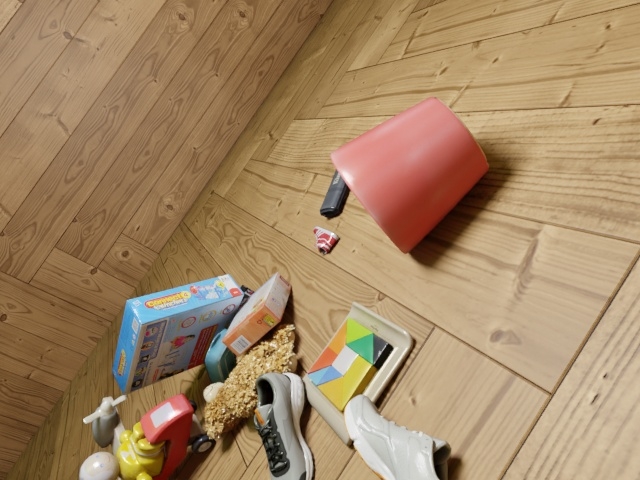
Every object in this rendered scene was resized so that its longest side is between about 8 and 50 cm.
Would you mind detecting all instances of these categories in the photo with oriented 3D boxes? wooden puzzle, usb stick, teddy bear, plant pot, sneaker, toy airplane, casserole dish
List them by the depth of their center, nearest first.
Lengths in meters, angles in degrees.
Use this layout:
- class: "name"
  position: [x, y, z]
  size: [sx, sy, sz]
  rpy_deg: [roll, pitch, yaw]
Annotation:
- class: "sneaker"
  position: [0.134, 0.325, 0.702]
  size: [0.121, 0.099, 0.262]
  rpy_deg: [-44, 36, 4]
- class: "sneaker"
  position: [-0.087, 0.395, 0.918]
  size: [0.100, 0.108, 0.271]
  rpy_deg: [-37, 45, 29]
- class: "wooden puzzle"
  position: [0.058, 0.254, 0.933]
  size: [0.238, 0.044, 0.221]
  rpy_deg: [-58, 28, -6]
- class: "plant pot"
  position: [0.194, -0.150, 0.964]
  size: [0.243, 0.275, 0.275]
  rpy_deg: [-38, 31, 12]
- class: "teddy bear"
  position: [-0.180, 0.341, 1.139]
  size: [0.338, 0.113, 0.245]
  rpy_deg: [-37, 30, 30]
- class: "toy airplane"
  position: [-0.485, 0.590, 1.158]
  size: [0.386, 0.272, 0.384]
  rpy_deg: [-13, 67, 34]
- class: "casserole dish"
  position: [-0.262, 0.327, 1.256]
  size: [0.037, 0.188, 0.114]
  rpy_deg: [17, 47, 16]
- class: "sneaker"
  position: [0.000, 0.000, 1.307]
  size: [0.067, 0.042, 0.118]
  rpy_deg: [-55, 30, -8]
- class: "usb stick"
  position: [0.068, -0.191, 1.410]
  size: [0.077, 0.045, 0.278]
  rpy_deg: [-15, 46, 51]

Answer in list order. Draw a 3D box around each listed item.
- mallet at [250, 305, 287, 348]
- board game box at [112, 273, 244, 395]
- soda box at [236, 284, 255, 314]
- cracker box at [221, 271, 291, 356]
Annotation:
- class: "mallet"
  position: [-0.163, 0.254, 1.292]
  size: [0.190, 0.039, 0.062]
  rpy_deg: [-42, 29, 14]
- class: "board game box"
  position: [-0.399, 0.259, 1.281]
  size: [0.086, 0.302, 0.308]
  rpy_deg: [47, 128, 27]
- class: "soda box"
  position: [-0.278, 0.227, 1.469]
  size: [0.169, 0.060, 0.053]
  rpy_deg: [-49, 29, 10]
- class: "cracker box"
  position: [-0.165, 0.193, 1.238]
  size: [0.156, 0.067, 0.232]
  rpy_deg: [-42, 10, 14]
